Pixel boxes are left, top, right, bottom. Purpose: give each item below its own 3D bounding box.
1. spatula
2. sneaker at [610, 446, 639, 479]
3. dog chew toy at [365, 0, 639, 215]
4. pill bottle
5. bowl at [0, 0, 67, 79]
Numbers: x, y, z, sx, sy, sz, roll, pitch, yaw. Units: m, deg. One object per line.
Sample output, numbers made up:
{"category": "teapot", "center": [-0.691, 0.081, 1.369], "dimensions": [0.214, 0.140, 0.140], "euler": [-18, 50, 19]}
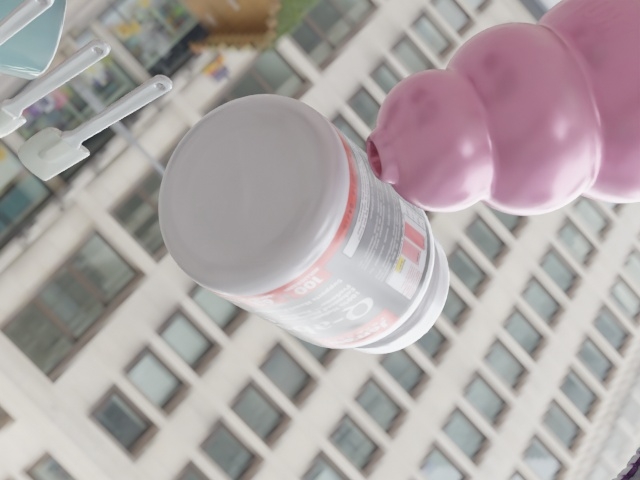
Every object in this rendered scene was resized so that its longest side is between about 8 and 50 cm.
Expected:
{"category": "spatula", "center": [-0.248, -0.129, 1.247], "dimensions": [0.242, 0.168, 0.019], "euler": [-23, -142, 47]}
{"category": "sneaker", "center": [0.414, 0.325, 1.812], "dimensions": [0.223, 0.083, 0.098], "euler": [-37, -144, -14]}
{"category": "dog chew toy", "center": [0.201, -0.117, 1.329], "dimensions": [0.331, 0.207, 0.206], "euler": [-15, -176, -15]}
{"category": "pill bottle", "center": [0.000, 0.000, 1.564], "dimensions": [0.210, 0.210, 0.363], "euler": [-41, 150, 9]}
{"category": "bowl", "center": [-0.390, -0.320, 1.510], "dimensions": [0.163, 0.312, 0.311], "euler": [-6, 172, -29]}
